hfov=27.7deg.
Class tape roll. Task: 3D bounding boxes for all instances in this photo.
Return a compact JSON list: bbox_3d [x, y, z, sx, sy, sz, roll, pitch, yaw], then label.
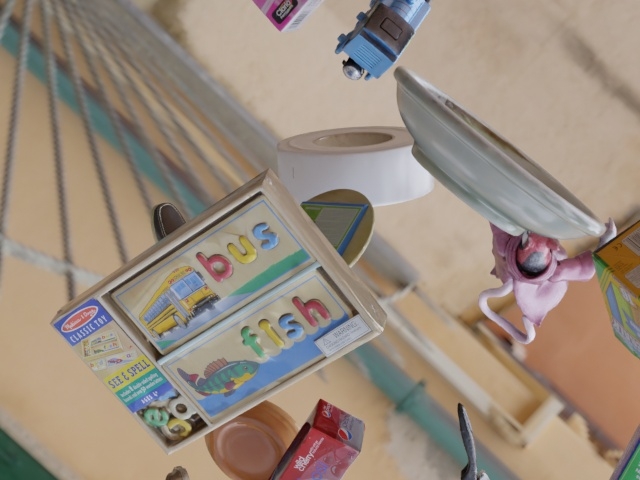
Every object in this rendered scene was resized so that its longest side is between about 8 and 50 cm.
[{"bbox_3d":[0.062,-0.136,2.345,0.286,0.100,0.286,-3,-165,1],"label":"tape roll"}]

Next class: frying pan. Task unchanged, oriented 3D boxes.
[{"bbox_3d":[0.249,0.427,2.044,0.053,0.326,0.197,-15,-135,13],"label":"frying pan"}]

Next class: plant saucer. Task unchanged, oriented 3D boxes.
[{"bbox_3d":[-0.120,0.368,2.307,0.200,0.200,0.037,-44,-177,35],"label":"plant saucer"},{"bbox_3d":[0.249,-0.109,1.974,0.100,0.400,0.400,-52,-177,12],"label":"plant saucer"}]

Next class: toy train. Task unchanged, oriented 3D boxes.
[{"bbox_3d":[0.092,-0.290,1.725,0.184,0.080,0.105,-56,-168,-28],"label":"toy train"}]

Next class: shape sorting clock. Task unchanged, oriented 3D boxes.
[{"bbox_3d":[0.000,0.000,2.121,0.206,0.040,0.206,-22,-141,19],"label":"shape sorting clock"}]

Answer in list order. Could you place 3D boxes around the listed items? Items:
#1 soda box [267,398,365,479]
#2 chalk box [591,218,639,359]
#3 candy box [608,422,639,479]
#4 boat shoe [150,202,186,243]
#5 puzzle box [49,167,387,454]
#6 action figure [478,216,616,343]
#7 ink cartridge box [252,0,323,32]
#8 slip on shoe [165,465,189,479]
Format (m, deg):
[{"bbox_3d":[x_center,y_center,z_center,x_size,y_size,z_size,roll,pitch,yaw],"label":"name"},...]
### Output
[{"bbox_3d":[-0.026,0.389,2.132,0.263,0.092,0.083,-59,-174,30],"label":"soda box"},{"bbox_3d":[0.420,0.080,1.501,0.132,0.213,0.132,-34,-136,-6],"label":"chalk box"},{"bbox_3d":[0.453,0.309,1.704,0.268,0.122,0.317,-44,156,-47],"label":"candy box"},{"bbox_3d":[-0.256,0.024,2.495,0.080,0.223,0.073,-16,172,-38],"label":"boat shoe"},{"bbox_3d":[-0.146,0.109,1.816,0.409,0.272,0.052,-33,-165,24],"label":"puzzle box"},{"bbox_3d":[0.349,0.022,2.273,0.276,0.248,0.370,-56,173,4],"label":"action figure"},{"bbox_3d":[-0.106,-0.484,1.810,0.176,0.371,0.069,-45,170,28],"label":"ink cartridge box"},{"bbox_3d":[-0.263,0.438,2.351,0.041,0.051,0.135,-16,174,-13],"label":"slip on shoe"}]
